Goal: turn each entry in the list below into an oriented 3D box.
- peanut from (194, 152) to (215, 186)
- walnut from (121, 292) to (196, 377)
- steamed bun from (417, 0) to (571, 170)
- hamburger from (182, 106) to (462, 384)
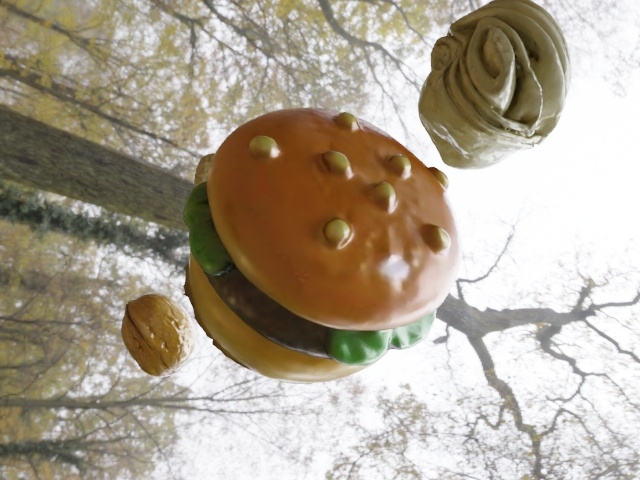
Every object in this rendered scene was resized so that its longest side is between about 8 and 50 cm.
[{"bbox_3d":[-0.261,-0.211,1.531,0.233,0.197,0.110,-32,-118,7],"label":"peanut"},{"bbox_3d":[-0.343,0.194,1.092,0.144,0.144,0.180,-37,-89,30],"label":"walnut"},{"bbox_3d":[0.336,-0.291,0.944,0.289,0.275,0.203,-35,-166,-8],"label":"steamed bun"},{"bbox_3d":[0.000,0.000,0.737,0.277,0.396,0.395,-59,-140,47],"label":"hamburger"}]
